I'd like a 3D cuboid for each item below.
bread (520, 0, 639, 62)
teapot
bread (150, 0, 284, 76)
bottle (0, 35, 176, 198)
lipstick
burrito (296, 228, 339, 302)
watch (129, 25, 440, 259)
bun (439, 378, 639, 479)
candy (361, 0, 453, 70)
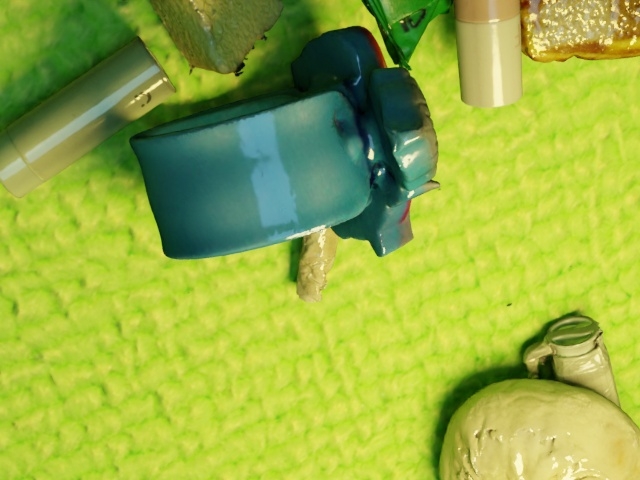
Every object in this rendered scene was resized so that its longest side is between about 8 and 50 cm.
[{"bbox_3d":[0.299,-0.285,1.444,0.222,0.096,0.181,-9,112,-12],"label":"bread"},{"bbox_3d":[0.327,0.196,1.675,0.107,0.077,0.200,-13,118,11],"label":"teapot"},{"bbox_3d":[-0.108,-0.256,1.334,0.152,0.127,0.147,-41,119,-16],"label":"bread"},{"bbox_3d":[-0.251,-0.127,1.357,0.201,0.072,0.072,-35,118,0],"label":"bottle"},{"bbox_3d":[0.173,-0.270,1.369,0.070,0.070,0.254,-12,116,-12],"label":"lipstick"},{"bbox_3d":[0.000,0.000,1.502,0.041,0.055,0.149,16,112,13],"label":"burrito"},{"bbox_3d":[-0.033,-0.072,1.304,0.274,0.305,0.241,-18,98,-18],"label":"watch"},{"bbox_3d":[0.279,0.312,1.626,0.287,0.146,0.287,5,122,8],"label":"bun"},{"bbox_3d":[0.095,-0.270,1.347,0.078,0.203,0.141,3,123,21],"label":"candy"}]
